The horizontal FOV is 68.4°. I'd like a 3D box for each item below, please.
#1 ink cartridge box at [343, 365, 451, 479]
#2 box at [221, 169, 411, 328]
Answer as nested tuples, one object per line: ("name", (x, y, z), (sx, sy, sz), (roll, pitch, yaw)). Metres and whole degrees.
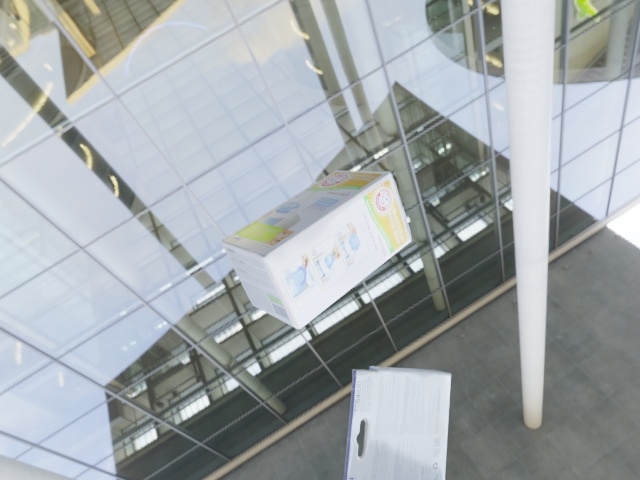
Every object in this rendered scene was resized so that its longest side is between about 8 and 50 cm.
("ink cartridge box", (0.126, 0.333, 0.812), (0.045, 0.224, 0.223), (-9, -109, 58))
("box", (0.000, 0.000, 0.597), (0.203, 0.103, 0.114), (-34, -153, -26))
